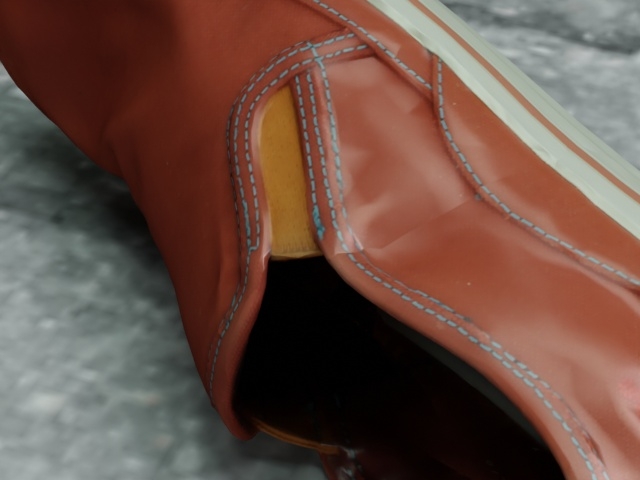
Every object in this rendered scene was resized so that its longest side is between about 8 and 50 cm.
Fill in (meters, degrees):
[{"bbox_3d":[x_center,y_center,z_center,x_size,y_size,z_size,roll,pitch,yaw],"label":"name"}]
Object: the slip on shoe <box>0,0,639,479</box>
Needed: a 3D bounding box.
[{"bbox_3d":[0.000,0.000,0.457,0.101,0.123,0.331,-31,54,-28],"label":"slip on shoe"}]
